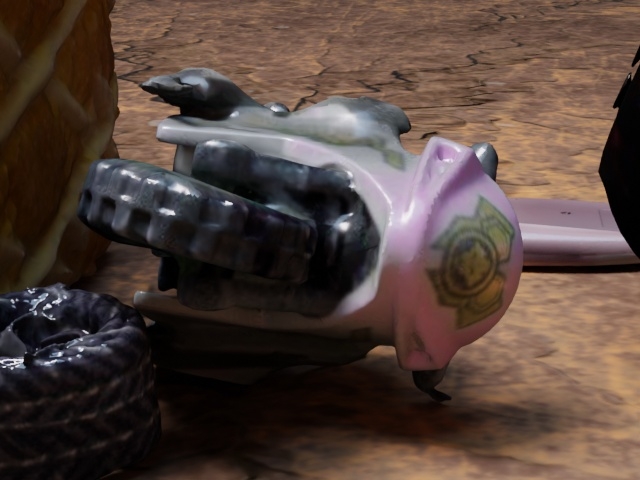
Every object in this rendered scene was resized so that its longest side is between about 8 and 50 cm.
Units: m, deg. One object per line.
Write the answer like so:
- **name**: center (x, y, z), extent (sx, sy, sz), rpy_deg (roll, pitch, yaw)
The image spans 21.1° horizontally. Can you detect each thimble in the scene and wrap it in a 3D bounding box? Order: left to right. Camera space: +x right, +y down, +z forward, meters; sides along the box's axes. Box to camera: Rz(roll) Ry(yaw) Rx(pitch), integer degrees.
- **thimble**: center (-0.119, 0.063, 0.705), extent (0.095, 0.066, 0.104), rpy_deg (7, 19, 32)

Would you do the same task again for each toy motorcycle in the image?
- **toy motorcycle**: center (0.000, 0.000, 0.826), extent (0.188, 0.143, 0.327), rpy_deg (9, 0, 4)

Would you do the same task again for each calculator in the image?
- **calculator**: center (0.141, -0.006, 1.030), extent (0.165, 0.024, 0.103), rpy_deg (1, 15, 5)

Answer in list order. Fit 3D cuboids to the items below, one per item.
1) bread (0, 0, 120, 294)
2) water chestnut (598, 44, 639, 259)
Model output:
- **bread**: center (-0.263, -0.140, 0.867), extent (0.279, 0.371, 0.390), rpy_deg (-1, 11, 6)
- **water chestnut**: center (0.280, -0.072, 0.826), extent (0.244, 0.289, 0.289), rpy_deg (24, 22, 16)
